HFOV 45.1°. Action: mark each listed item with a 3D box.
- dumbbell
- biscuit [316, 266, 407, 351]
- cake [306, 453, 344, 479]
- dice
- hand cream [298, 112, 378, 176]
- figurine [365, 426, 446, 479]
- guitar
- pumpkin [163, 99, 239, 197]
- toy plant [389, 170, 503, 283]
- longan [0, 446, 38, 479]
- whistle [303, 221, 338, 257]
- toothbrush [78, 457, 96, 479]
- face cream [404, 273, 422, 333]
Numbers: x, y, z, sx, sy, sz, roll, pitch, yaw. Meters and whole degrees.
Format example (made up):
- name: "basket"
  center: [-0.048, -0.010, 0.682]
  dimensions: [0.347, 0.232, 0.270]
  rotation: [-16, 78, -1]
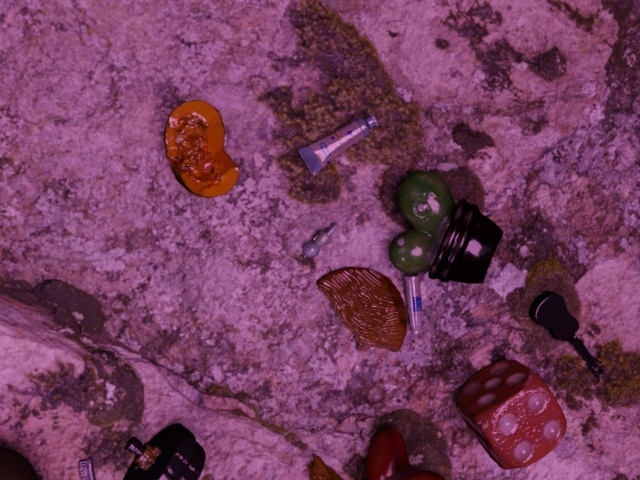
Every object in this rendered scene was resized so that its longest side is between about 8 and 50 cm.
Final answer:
- name: "dumbbell"
  center: [-0.236, 0.520, 1.524]
  dimensions: [0.185, 0.185, 0.388]
  rotation: [-46, 107, -5]
- name: "biscuit"
  center: [0.089, 0.147, 1.642]
  dimensions: [0.228, 0.031, 0.176]
  rotation: [18, 91, -18]
- name: "cake"
  center: [0.022, 0.547, 1.677]
  dimensions: [0.080, 0.116, 0.185]
  rotation: [-47, 138, -1]
- name: "dice"
  center: [0.415, 0.382, 1.690]
  dimensions: [0.179, 0.175, 0.174]
  rotation: [-35, 106, -9]
- name: "hand cream"
  center: [0.040, -0.203, 1.576]
  dimensions: [0.170, 0.043, 0.065]
  rotation: [-33, 99, -4]
- name: "figurine"
  center: [0.180, 0.581, 1.622]
  dimensions: [0.211, 0.269, 0.261]
  rotation: [-40, 117, -8]
- name: "guitar"
  center: [0.587, 0.229, 1.788]
  dimensions: [0.084, 0.038, 0.271]
  rotation: [-44, 106, -4]
- name: "pumpkin"
  center: [-0.234, -0.168, 1.470]
  dimensions: [0.118, 0.107, 0.184]
  rotation: [-16, 94, -20]
- name: "toy plant"
  center: [0.252, -0.017, 1.604]
  dimensions: [0.235, 0.175, 0.218]
  rotation: [22, 98, 8]
- name: "longan"
  center: [-0.612, 0.504, 1.407]
  dimensions: [0.248, 0.248, 0.249]
  rotation: [-2, 98, -15]
- name: "whistle"
  center: [0.000, 0.000, 1.595]
  dimensions: [0.100, 0.035, 0.035]
  rotation: [-45, 106, -7]
- name: "toothbrush"
  center: [-0.447, 0.593, 1.559]
  dimensions: [0.031, 0.023, 0.321]
  rotation: [-10, 99, -7]
- name: "face cream"
  center: [0.203, 0.138, 1.671]
  dimensions: [0.034, 0.034, 0.130]
  rotation: [-8, 100, -14]
